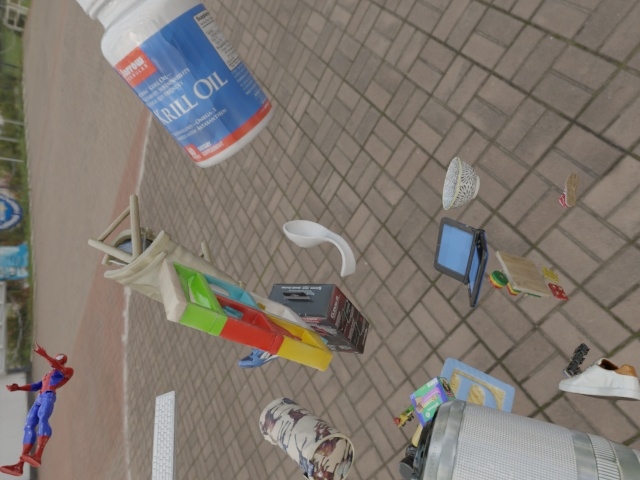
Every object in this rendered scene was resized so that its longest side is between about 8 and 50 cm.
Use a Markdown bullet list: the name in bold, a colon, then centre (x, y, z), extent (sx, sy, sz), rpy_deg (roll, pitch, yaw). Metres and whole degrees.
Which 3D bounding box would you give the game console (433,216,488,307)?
- **game console**: centre (0.574, 0.090, 1.712), extent (0.174, 0.250, 0.293), rpy_deg (5, 126, 12)

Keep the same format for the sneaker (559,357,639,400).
- **sneaker**: centre (0.916, 0.455, 1.356), extent (0.290, 0.106, 0.123), rpy_deg (128, 155, -68)

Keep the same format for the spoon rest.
- **spoon rest**: centre (0.000, 0.000, 1.234), extent (0.276, 0.137, 0.084), rpy_deg (36, 125, 35)

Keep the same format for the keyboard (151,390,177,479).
- **keyboard**: centre (-0.305, 0.431, 0.796), extent (0.072, 0.014, 0.256), rpy_deg (-25, 58, 28)

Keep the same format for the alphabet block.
- **alphabet block**: centre (0.386, 0.479, 1.121), extent (0.193, 0.192, 0.197), rpy_deg (24, 132, 20)

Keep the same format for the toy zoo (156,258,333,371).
- **toy zoo**: centre (-0.104, 0.120, 0.646), extent (0.030, 0.293, 0.192), rpy_deg (-62, 28, 1)

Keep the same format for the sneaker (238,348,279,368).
- **sneaker**: centre (-0.148, 0.284, 1.065), extent (0.053, 0.144, 0.059), rpy_deg (-2, 107, 67)

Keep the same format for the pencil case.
- **pencil case**: centre (-0.064, 0.674, 1.394), extent (0.410, 0.160, 0.183), rpy_deg (-3, 53, 59)

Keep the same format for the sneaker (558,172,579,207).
- **sneaker**: centre (0.856, -0.169, 1.419), extent (0.042, 0.067, 0.118), rpy_deg (10, 83, 12)

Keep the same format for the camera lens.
- **camera lens**: centre (0.256, 0.333, 0.502), extent (0.274, 0.219, 0.219), rpy_deg (7, 92, 24)

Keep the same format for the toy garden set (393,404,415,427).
- **toy garden set**: centre (0.430, 0.704, 1.745), extent (0.244, 0.204, 0.049), rpy_deg (-47, 62, 21)

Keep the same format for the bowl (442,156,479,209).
- **bowl**: centre (0.450, -0.174, 1.298), extent (0.170, 0.080, 0.170), rpy_deg (8, -90, -87)

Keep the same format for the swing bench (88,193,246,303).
- **swing bench**: centre (-0.353, 0.058, 0.952), extent (0.165, 0.253, 0.255), rpy_deg (-50, 45, -5)

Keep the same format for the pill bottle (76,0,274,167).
- **pill bottle**: centre (-0.164, -0.205, 0.472), extent (0.124, 0.221, 0.124), rpy_deg (-28, 30, 18)

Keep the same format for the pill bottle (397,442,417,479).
- **pill bottle**: centre (0.365, 0.720, 1.388), extent (0.123, 0.219, 0.122), rpy_deg (29, 131, 40)

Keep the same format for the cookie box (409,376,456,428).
- **cookie box**: centre (0.257, 0.370, 0.899), extent (0.092, 0.040, 0.107), rpy_deg (-49, 40, 29)

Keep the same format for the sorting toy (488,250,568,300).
- **sorting toy**: centre (0.567, 0.105, 1.160), extent (0.132, 0.275, 0.046), rpy_deg (-96, 27, -44)

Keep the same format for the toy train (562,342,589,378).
- **toy train**: centre (0.664, 0.313, 1.072), extent (0.027, 0.158, 0.036), rpy_deg (51, 134, 18)

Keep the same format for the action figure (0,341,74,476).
- **action figure**: centre (-0.651, 0.352, 0.924), extent (0.092, 0.139, 0.280), rpy_deg (-28, 34, 8)

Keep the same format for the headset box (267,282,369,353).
- **headset box**: centre (-0.012, 0.228, 1.229), extent (0.218, 0.293, 0.110), rpy_deg (-4, 54, 31)
